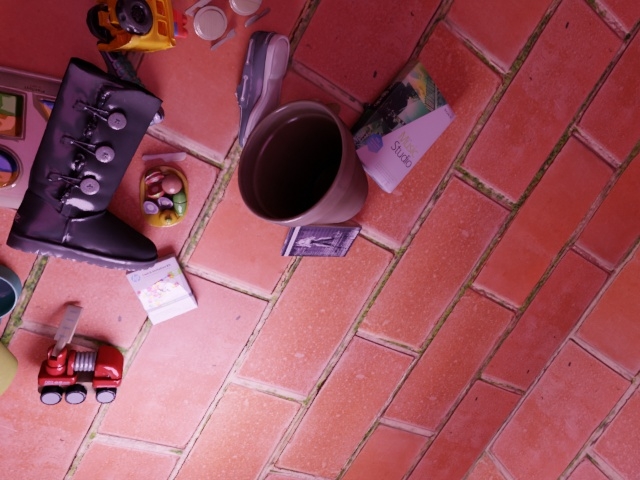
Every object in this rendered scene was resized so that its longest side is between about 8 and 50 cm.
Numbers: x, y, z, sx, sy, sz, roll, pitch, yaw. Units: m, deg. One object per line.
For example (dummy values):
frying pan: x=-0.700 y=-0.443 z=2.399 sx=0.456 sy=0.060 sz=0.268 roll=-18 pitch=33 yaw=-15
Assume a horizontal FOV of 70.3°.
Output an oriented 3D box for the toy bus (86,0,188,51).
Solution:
toy bus: x=-0.405 y=-0.542 z=1.040 sx=0.212 sy=0.150 sz=0.220 roll=-19 pitch=111 yaw=-51

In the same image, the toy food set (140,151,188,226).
toy food set: x=-0.426 y=-0.130 z=1.242 sx=0.128 sy=0.071 sz=0.217 roll=-1 pitch=111 yaw=-18

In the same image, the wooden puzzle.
wooden puzzle: x=-0.701 y=-0.228 z=1.105 sx=0.323 sy=0.080 sz=0.347 roll=7 pitch=109 yaw=-21

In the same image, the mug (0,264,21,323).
mug: x=-0.864 y=0.138 z=1.187 sx=0.130 sy=0.097 sz=0.157 roll=35 pitch=95 yaw=-30

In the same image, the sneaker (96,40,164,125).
sneaker: x=-0.490 y=-0.373 z=1.119 sx=0.098 sy=0.083 sz=0.223 roll=-29 pitch=114 yaw=8

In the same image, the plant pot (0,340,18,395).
plant pot: x=-0.952 y=0.302 z=1.157 sx=0.275 sy=0.274 sz=0.293 roll=-39 pitch=133 yaw=0

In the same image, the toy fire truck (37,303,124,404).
toy fire truck: x=-0.685 y=0.330 z=1.318 sx=0.217 sy=0.158 sz=0.246 roll=6 pitch=119 yaw=-20

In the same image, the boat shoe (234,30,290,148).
boat shoe: x=-0.173 y=-0.397 z=1.223 sx=0.099 sy=0.116 sz=0.319 roll=27 pitch=114 yaw=18

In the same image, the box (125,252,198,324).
box: x=-0.469 y=0.145 z=1.360 sx=0.145 sy=0.038 sz=0.186 roll=-21 pitch=115 yaw=-10

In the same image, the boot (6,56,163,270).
boot: x=-0.499 y=-0.161 z=1.116 sx=0.367 sy=0.146 sz=0.444 roll=15 pitch=101 yaw=-50

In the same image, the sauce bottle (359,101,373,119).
sauce bottle: x=0.133 y=-0.345 z=1.357 sx=0.042 sy=0.042 sz=0.128 roll=4 pitch=112 yaw=-20

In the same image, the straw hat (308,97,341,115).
straw hat: x=-0.018 y=-0.364 z=1.283 sx=0.145 sy=0.144 sz=0.061 roll=-28 pitch=77 yaw=-6

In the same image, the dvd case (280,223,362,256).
dvd case: x=0.000 y=0.000 z=1.421 sx=0.222 sy=0.018 sz=0.164 roll=1 pitch=145 yaw=-20

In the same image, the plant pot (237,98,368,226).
plant pot: x=-0.010 y=-0.173 z=1.233 sx=0.323 sy=0.323 sz=0.280 roll=-56 pitch=148 yaw=9

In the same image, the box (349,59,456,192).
box: x=0.238 y=-0.334 z=1.360 sx=0.322 sy=0.058 sz=0.232 roll=-50 pitch=125 yaw=-1

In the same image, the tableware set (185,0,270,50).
tableware set: x=-0.234 y=-0.579 z=1.131 sx=0.194 sy=0.039 sz=0.128 roll=-34 pitch=148 yaw=3
